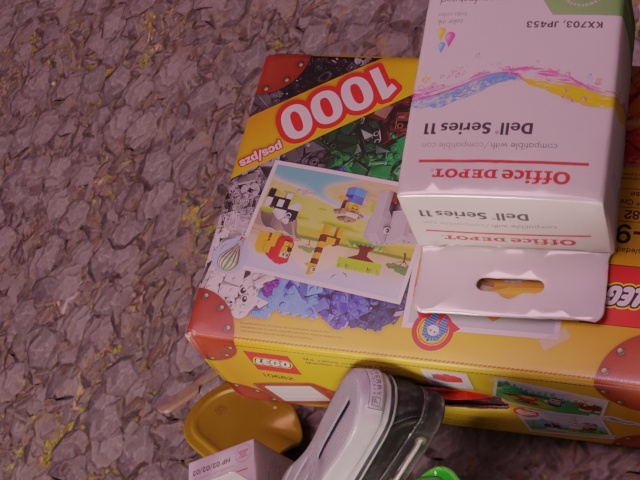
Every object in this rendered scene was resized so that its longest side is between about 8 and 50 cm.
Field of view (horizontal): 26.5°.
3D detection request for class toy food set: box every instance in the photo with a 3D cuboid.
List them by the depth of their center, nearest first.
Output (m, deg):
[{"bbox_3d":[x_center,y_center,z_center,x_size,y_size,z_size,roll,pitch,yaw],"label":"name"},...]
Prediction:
[{"bbox_3d":[-0.105,0.253,1.782,0.128,0.071,0.218,-37,38,-18],"label":"toy food set"}]

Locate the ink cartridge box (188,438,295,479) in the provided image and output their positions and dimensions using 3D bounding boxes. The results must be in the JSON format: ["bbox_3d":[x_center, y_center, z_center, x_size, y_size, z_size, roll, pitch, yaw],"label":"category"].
[{"bbox_3d":[-0.087,0.298,1.644,0.104,0.181,0.061,-25,50,27],"label":"ink cartridge box"}]

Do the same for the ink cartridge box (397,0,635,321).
[{"bbox_3d":[0.199,-0.104,1.367,0.207,0.119,0.353,2,64,18],"label":"ink cartridge box"}]

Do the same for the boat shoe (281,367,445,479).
[{"bbox_3d":[0.033,0.275,1.460,0.121,0.119,0.335,-90,22,-47],"label":"boat shoe"}]

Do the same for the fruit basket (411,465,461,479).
[{"bbox_3d":[0.126,0.379,1.271,0.283,0.392,0.392,-48,42,5],"label":"fruit basket"}]

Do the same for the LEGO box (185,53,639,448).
[{"bbox_3d":[0.151,0.002,1.512,0.500,0.193,0.372,4,64,21],"label":"LEGO box"}]
